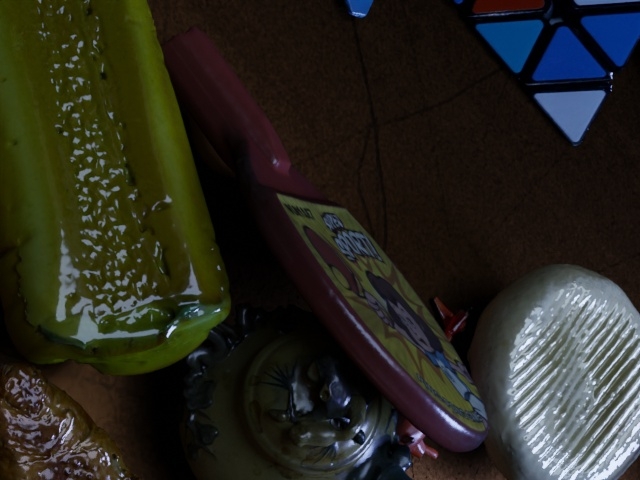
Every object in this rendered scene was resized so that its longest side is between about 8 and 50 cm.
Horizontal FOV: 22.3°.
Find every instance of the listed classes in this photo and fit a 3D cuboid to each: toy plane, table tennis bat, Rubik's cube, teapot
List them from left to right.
[{"bbox_3d":[-0.027,0.124,1.262,0.269,0.182,0.173,44,65,-3],"label":"teapot"},{"bbox_3d":[0.000,0.000,1.311,0.414,0.051,0.268,54,12,12],"label":"table tennis bat"},{"bbox_3d":[0.096,0.132,1.446,0.194,0.077,0.126,-29,96,-44],"label":"toy plane"},{"bbox_3d":[0.250,-0.282,1.560,0.250,0.234,0.284,19,69,-35],"label":"Rubik's cube"}]

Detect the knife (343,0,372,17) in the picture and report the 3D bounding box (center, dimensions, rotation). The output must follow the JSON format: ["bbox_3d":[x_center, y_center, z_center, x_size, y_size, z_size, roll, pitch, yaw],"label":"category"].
[{"bbox_3d":[0.083,-0.328,1.568,0.044,0.026,0.296,46,54,-37],"label":"knife"}]

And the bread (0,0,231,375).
[{"bbox_3d":[-0.186,-0.080,1.215,0.166,0.112,0.383,-11,75,-20],"label":"bread"}]

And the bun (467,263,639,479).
[{"bbox_3d":[0.214,0.132,1.516,0.222,0.127,0.222,-1,92,-27],"label":"bun"}]

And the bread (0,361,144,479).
[{"bbox_3d":[-0.187,0.189,1.196,0.105,0.076,0.233,-30,107,-27],"label":"bread"}]
